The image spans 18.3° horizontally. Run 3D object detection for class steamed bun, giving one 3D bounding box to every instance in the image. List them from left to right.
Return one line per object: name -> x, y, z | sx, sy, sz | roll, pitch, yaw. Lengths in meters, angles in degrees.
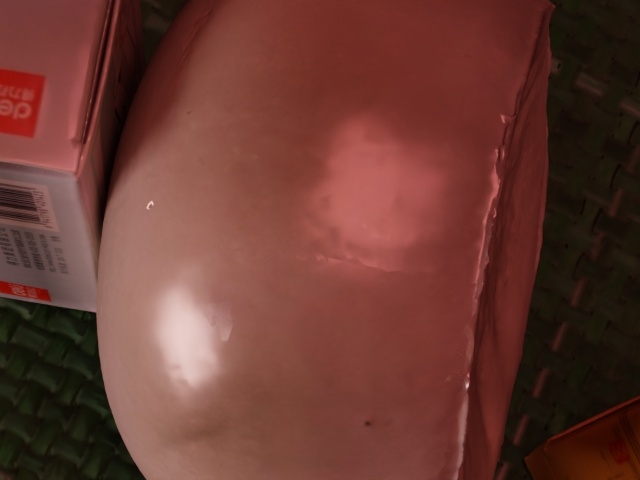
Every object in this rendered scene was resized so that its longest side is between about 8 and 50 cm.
steamed bun -> 0.000, 0.000, 1.006 | 0.206, 0.324, 0.324 | 8, 73, 12

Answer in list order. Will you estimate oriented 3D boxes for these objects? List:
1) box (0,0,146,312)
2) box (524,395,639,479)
box -> -0.138, -0.060, 1.010 | 0.079, 0.269, 0.135 | 10, 74, 0
box -> 0.212, 0.155, 1.029 | 0.076, 0.274, 0.174 | -22, 82, -16
